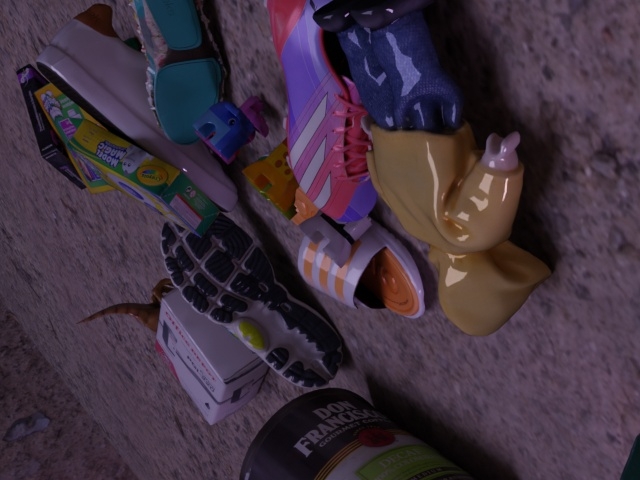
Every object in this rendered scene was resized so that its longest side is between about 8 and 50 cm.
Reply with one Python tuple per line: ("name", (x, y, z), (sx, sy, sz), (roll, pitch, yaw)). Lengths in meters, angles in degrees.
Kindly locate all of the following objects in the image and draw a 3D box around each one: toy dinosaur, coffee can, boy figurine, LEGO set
("toy dinosaur", (-0.255, 0.113, 1.787), (0.211, 0.112, 0.064), (29, 152, -32))
("coffee can", (0.066, 0.305, 1.261), (0.275, 0.201, 0.201), (27, 143, 51))
("boy figurine", (0.096, -0.056, 0.864), (0.177, 0.092, 0.285), (9, 129, 61))
("LEGO set", (-0.033, -0.088, 1.113), (0.227, 0.093, 0.087), (43, 177, 31))

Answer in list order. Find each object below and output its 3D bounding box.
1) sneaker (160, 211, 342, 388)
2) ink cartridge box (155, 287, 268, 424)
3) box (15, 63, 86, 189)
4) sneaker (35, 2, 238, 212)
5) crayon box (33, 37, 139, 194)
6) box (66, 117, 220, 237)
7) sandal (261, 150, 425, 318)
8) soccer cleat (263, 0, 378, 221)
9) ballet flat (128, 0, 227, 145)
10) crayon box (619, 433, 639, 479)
("sneaker", (-0.090, 0.074, 1.394), (0.275, 0.107, 0.110), (48, 171, -3))
("ink cartridge box", (-0.157, 0.157, 1.679), (0.158, 0.092, 0.218), (52, 156, 13))
("box", (-0.384, -0.164, 1.691), (0.162, 0.029, 0.116), (66, -172, 29))
("sneaker", (-0.175, -0.150, 1.320), (0.290, 0.123, 0.106), (45, 165, -32))
("crayon box", (-0.275, -0.155, 1.522), (0.165, 0.081, 0.278), (63, 158, -12))
("box", (-0.207, -0.075, 1.305), (0.179, 0.043, 0.105), (30, 169, 32))
("sandal", (0.001, 0.007, 1.166), (0.265, 0.076, 0.102), (40, 152, 37))
("soccer cleat", (0.017, -0.110, 0.978), (0.095, 0.083, 0.248), (28, 141, 43))
("ballet flat", (-0.146, -0.210, 1.208), (0.241, 0.091, 0.077), (89, 173, -46))
("crayon box", (0.259, 0.321, 0.794), (0.203, 0.083, 0.323), (31, 108, 48))
